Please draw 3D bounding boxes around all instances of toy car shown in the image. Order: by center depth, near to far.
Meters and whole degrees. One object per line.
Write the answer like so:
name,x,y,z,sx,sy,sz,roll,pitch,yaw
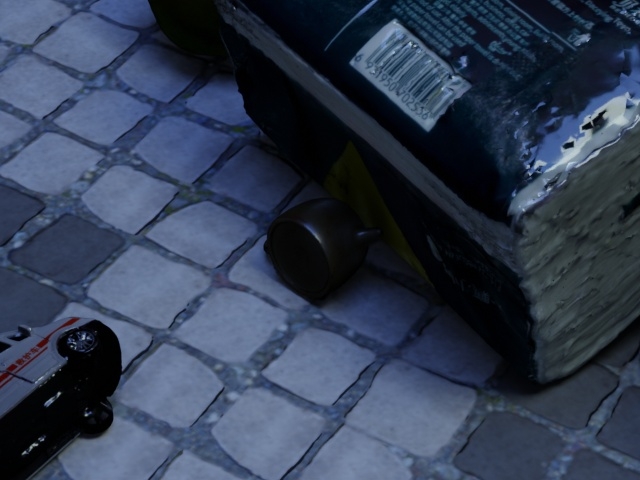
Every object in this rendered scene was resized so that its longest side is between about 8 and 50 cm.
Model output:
toy car,-0.242,0.126,1.341,0.108,0.089,0.210,24,49,30

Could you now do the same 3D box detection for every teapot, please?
teapot,0.000,0.000,1.508,0.068,0.076,0.121,-33,20,-37

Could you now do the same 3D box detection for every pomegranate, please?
pomegranate,-0.091,-0.270,1.749,0.187,0.187,0.225,-8,15,-11

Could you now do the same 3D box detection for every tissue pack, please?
tissue pack,0.126,-0.128,1.488,0.264,0.253,0.416,-38,54,-13
